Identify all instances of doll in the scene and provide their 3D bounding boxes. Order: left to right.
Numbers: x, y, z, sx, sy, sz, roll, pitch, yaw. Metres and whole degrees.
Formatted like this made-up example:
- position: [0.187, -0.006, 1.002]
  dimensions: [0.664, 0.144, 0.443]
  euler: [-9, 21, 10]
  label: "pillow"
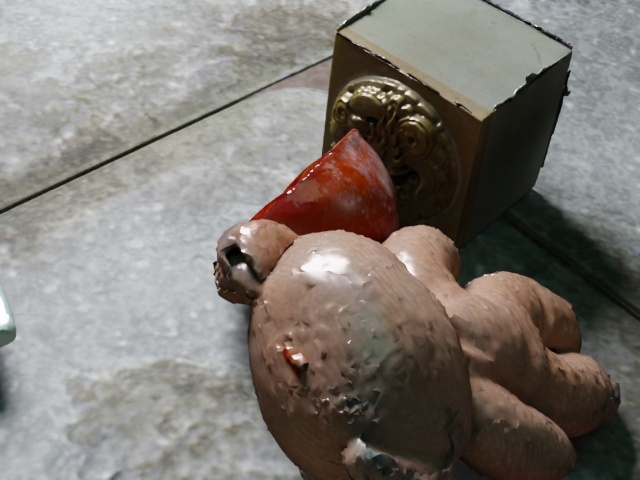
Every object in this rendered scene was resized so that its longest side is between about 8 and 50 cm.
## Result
- position: [0.066, 0.092, 0.781]
  dimensions: [0.303, 0.156, 0.201]
  euler: [11, 40, -48]
  label: "doll"

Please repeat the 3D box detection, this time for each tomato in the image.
- position: [0.000, 0.000, 0.866]
  dimensions: [0.091, 0.139, 0.159]
  euler: [46, 20, 0]
  label: "tomato"

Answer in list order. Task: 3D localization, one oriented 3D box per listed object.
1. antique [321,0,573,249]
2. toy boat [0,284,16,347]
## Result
- position: [0.090, -0.099, 0.962]
  dimensions: [0.147, 0.152, 0.148]
  euler: [35, 52, 25]
  label: "antique"
- position: [-0.346, 0.056, 0.776]
  dimensions: [0.290, 0.100, 0.199]
  euler: [-18, 51, -23]
  label: "toy boat"
